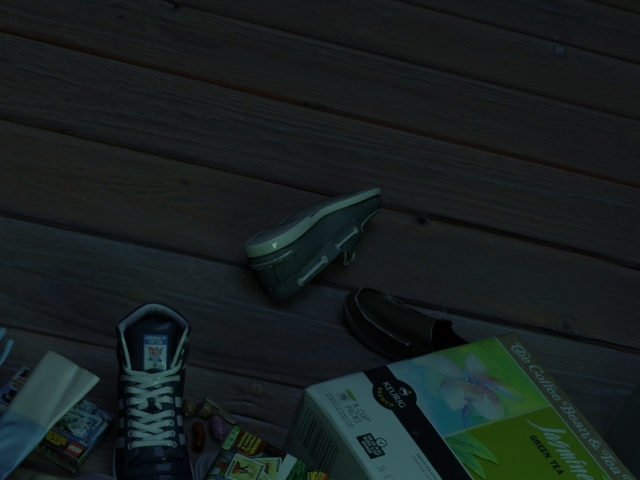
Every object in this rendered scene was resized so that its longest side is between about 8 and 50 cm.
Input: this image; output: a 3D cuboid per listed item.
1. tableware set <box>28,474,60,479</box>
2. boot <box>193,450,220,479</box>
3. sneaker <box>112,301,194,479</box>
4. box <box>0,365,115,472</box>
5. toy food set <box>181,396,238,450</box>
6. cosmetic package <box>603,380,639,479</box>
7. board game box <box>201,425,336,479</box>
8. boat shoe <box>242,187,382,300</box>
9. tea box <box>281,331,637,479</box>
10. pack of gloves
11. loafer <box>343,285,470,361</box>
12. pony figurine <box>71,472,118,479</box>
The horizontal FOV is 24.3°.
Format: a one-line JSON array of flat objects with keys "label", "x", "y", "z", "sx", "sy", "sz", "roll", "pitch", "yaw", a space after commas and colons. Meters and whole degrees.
[{"label": "tableware set", "x": -0.279, "y": 0.291, "z": 1.677, "sx": 0.169, "sy": 0.141, "sz": 0.020, "roll": 10, "pitch": 66, "yaw": -15}, {"label": "boot", "x": -0.063, "y": 0.319, "z": 1.748, "sx": 0.095, "sy": 0.123, "sz": 0.258, "roll": -10, "pitch": 47, "yaw": -35}, {"label": "sneaker", "x": -0.201, "y": 0.200, "z": 1.790, "sx": 0.099, "sy": 0.153, "sz": 0.282, "roll": 0, "pitch": 42, "yaw": -8}, {"label": "box", "x": -0.334, "y": 0.219, "z": 1.822, "sx": 0.137, "sy": 0.027, "sz": 0.094, "roll": 27, "pitch": 37, "yaw": 9}, {"label": "toy food set", "x": -0.160, "y": 0.236, "z": 1.889, "sx": 0.078, "sy": 0.019, "sz": 0.122, "roll": 36, "pitch": 40, "yaw": 19}, {"label": "cosmetic package", "x": 0.513, "y": 0.231, "z": 1.921, "sx": 0.156, "sy": 0.385, "sz": 0.217, "roll": 15, "pitch": 40, "yaw": -6}, {"label": "board game box", "x": -0.103, "y": 0.347, "z": 1.643, "sx": 0.136, "sy": 0.030, "sz": 0.259, "roll": 25, "pitch": 72, "yaw": 16}, {"label": "boat shoe", "x": 0.000, "y": 0.000, "z": 2.225, "sx": 0.319, "sy": 0.116, "sz": 0.099, "roll": -30, "pitch": 103, "yaw": -54}, {"label": "tea box", "x": 0.168, "y": 0.321, "z": 1.769, "sx": 0.324, "sy": 0.220, "sz": 0.329, "roll": -12, "pitch": 48, "yaw": -32}, {"label": "pack of gloves", "x": -0.409, "y": 0.210, "z": 1.767, "sx": 0.195, "sy": 0.046, "sz": 0.232, "roll": 25, "pitch": 51, "yaw": 22}, {"label": "loafer", "x": 0.148, "y": 0.132, "z": 2.110, "sx": 0.251, "sy": 0.087, "sz": 0.094, "roll": 32, "pitch": 38, "yaw": 14}, {"label": "pony figurine", "x": -0.339, "y": 0.334, "z": 1.484, "sx": 0.363, "sy": 0.302, "sz": 0.351, "roll": 17, "pitch": 7, "yaw": -33}]
